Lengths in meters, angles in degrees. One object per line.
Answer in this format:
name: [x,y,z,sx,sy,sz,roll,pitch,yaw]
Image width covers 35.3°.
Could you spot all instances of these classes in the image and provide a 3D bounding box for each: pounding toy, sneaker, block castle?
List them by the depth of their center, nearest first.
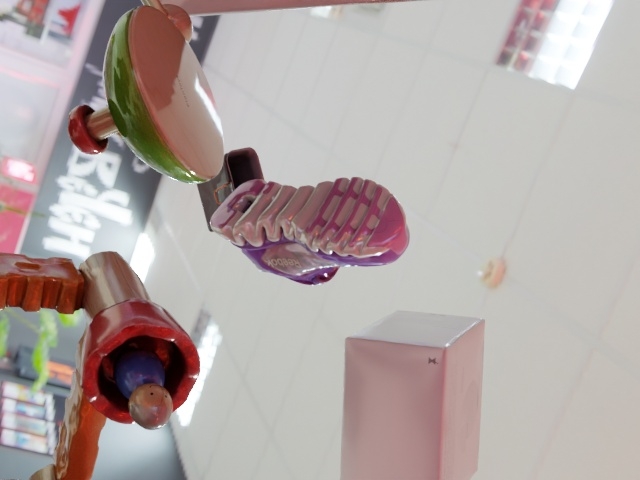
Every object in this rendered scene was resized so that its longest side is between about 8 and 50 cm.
block castle: [-0.337,0.154,0.706,0.213,0.453,0.303,49,-54,56]
pounding toy: [-0.192,-0.154,1.020,0.110,0.183,0.237,-19,-113,15]
sneaker: [0.000,0.000,1.025,0.236,0.104,0.095,6,-133,42]

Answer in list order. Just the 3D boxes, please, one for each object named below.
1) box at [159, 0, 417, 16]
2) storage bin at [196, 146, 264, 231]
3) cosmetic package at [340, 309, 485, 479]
box: [-0.015,-0.368,1.214,0.215,0.345,0.168,-68,155,-72]
storage bin: [-0.151,-0.074,1.648,0.091,0.098,0.135,-13,-86,34]
cosmetic package: [0.124,0.223,1.330,0.225,0.138,0.224,-14,107,-70]
